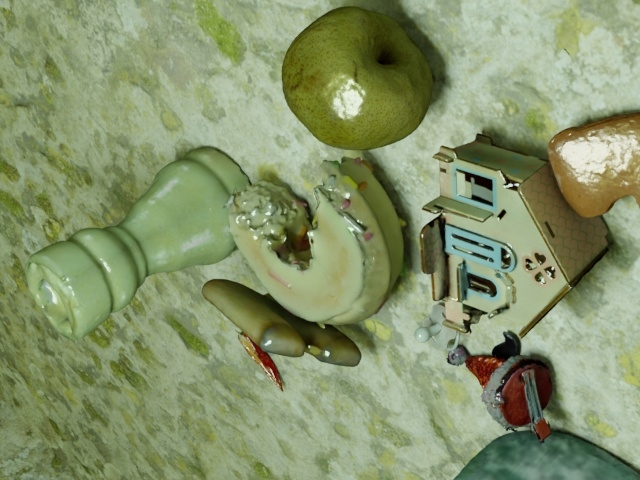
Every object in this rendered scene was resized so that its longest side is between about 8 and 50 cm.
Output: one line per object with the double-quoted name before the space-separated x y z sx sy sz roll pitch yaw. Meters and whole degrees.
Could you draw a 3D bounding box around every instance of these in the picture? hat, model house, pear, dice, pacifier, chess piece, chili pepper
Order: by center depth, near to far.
"model house" 0.293 0.020 1.527 0.244 0.169 0.326 19 128 35
"pear" 0.051 -0.240 1.576 0.228 0.188 0.211 53 140 0
"dice" 0.371 0.551 1.701 0.328 0.330 0.348 28 133 33
"hat" 0.301 0.239 1.754 0.140 0.129 0.227 51 168 -32
"pacifier" 0.202 0.163 1.801 0.081 0.078 0.099 58 145 25
"chess piece" -0.348 0.006 1.986 0.234 0.442 0.234 29 136 32
"chili pepper" -0.131 0.264 2.282 0.178 0.027 0.045 53 147 4

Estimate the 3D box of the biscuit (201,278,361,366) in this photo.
"biscuit" -0.076 0.155 1.963 0.291 0.237 0.062 32 102 53

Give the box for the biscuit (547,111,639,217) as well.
"biscuit" 0.417 -0.079 1.388 0.192 0.036 0.186 -10 108 35

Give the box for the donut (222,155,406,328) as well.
"donut" 0.008 0.005 1.838 0.371 0.150 0.307 -13 107 51
